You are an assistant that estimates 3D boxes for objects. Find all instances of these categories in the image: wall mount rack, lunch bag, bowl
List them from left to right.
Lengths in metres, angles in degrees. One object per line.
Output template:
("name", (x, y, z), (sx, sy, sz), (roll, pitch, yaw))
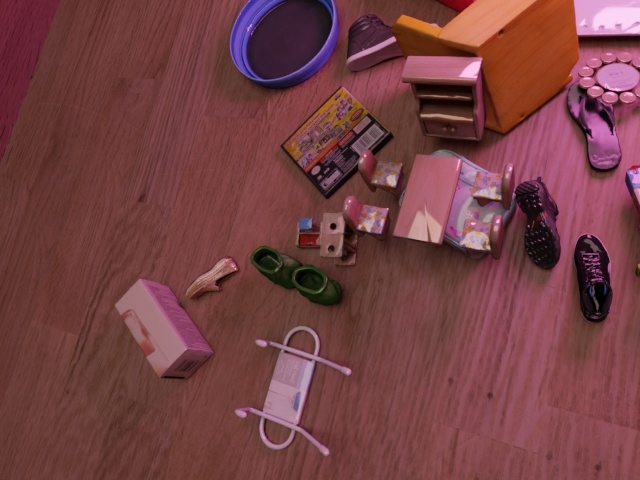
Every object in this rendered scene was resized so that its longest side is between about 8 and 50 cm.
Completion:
("bowl", (-0.120, -0.696, 1.743), (0.392, 0.077, 0.390), (-6, 74, 21))
("wall mount rack", (-0.064, 0.411, 1.390), (0.305, 0.130, 0.349), (12, 82, 25))
("lunch bag", (0.359, -0.106, 1.361), (0.279, 0.108, 0.224), (37, 92, 27))

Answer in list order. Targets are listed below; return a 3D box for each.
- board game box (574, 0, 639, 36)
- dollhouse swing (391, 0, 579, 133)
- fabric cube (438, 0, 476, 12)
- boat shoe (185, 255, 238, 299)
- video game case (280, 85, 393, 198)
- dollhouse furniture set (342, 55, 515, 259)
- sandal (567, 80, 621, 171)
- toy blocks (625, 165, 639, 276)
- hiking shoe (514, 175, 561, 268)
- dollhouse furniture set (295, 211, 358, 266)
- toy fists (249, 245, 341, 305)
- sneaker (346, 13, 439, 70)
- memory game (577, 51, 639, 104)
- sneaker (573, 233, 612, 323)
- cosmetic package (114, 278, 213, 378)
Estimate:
("board game box", (0.776, -0.713, 1.380), (0.391, 0.050, 0.389), (10, 80, 25))
("dollhouse swing", (0.417, -0.504, 1.322), (0.315, 0.347, 0.304), (-39, 54, 9))
("fabric cube", (0.413, -0.835, 1.454), (0.258, 0.259, 0.254), (42, 95, 28))
("boat shoe", (-0.342, 0.132, 1.623), (0.190, 0.068, 0.072), (-41, 76, 8))
("video game case", (0.044, -0.306, 1.591), (0.275, 0.035, 0.248), (-43, 64, 8))
("dollhouse furniture set", (0.268, -0.193, 1.222), (0.363, 0.256, 0.393), (11, 74, 25))
("sandal", (0.698, -0.299, 1.298), (0.097, 0.054, 0.254), (-17, 70, 18))
("toy blocks", (0.858, -0.079, 1.122), (0.382, 0.191, 0.260), (-14, 60, 20))
("hiking shoe", (0.556, -0.045, 1.269), (0.086, 0.114, 0.226), (-5, 103, 50))
("dollhouse furniture set", (0.000, 0.000, 1.473), (0.184, 0.129, 0.128), (0, 76, 22))
("toy fists", (-0.066, 0.101, 1.472), (0.279, 0.142, 0.096), (22, 71, 26))
("sneaker", (0.207, -0.638, 1.570), (0.296, 0.105, 0.146), (-13, 76, 24))
("memory game", (0.750, -0.410, 1.300), (0.187, 0.012, 0.186), (-6, 58, 10))
("sneaker", (0.635, 0.078, 1.186), (0.079, 0.121, 0.216), (-5, 74, 21))
("cosmetic package", (-0.485, 0.274, 1.596), (0.129, 0.153, 0.296), (-45, 63, 5))
